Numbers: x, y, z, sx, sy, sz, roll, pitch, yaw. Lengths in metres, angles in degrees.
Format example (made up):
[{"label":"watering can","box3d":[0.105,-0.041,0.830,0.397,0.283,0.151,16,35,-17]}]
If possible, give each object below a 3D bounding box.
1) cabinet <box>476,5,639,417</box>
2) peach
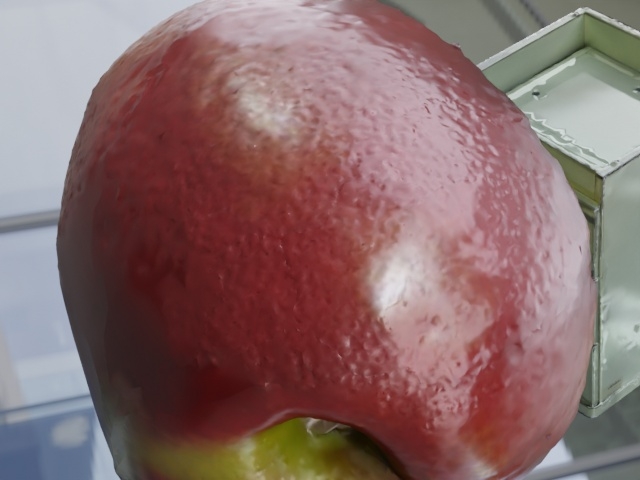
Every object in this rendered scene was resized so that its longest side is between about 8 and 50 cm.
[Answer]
[{"label":"cabinet","box3d":[0.182,-0.020,0.994,0.145,0.150,0.206,37,-33,41]},{"label":"peach","box3d":[0.000,0.000,0.782,0.338,0.281,0.281,-90,-173,-51]}]
